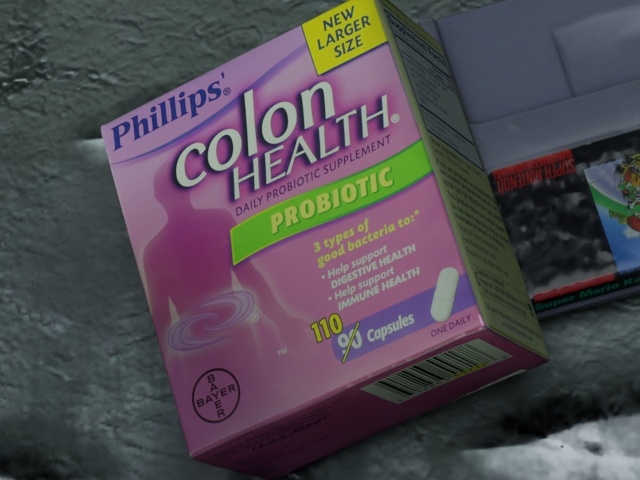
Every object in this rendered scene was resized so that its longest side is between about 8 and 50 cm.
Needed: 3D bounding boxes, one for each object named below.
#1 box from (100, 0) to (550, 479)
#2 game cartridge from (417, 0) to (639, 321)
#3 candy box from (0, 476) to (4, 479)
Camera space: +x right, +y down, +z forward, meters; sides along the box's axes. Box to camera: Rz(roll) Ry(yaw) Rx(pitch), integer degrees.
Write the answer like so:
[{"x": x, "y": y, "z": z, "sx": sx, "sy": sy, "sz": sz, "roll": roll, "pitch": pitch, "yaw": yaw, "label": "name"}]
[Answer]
[{"x": 0.000, "y": 0.000, "z": 1.264, "sx": 0.213, "sy": 0.117, "sz": 0.243, "roll": -25, "pitch": 67, "yaw": 19, "label": "box"}, {"x": 0.213, "y": -0.078, "z": 1.336, "sx": 0.355, "sy": 0.068, "sz": 0.230, "roll": -16, "pitch": 64, "yaw": 0, "label": "game cartridge"}, {"x": -0.193, "y": 0.273, "z": 1.196, "sx": 0.165, "sy": 0.070, "sz": 0.196, "roll": 33, "pitch": 61, "yaw": 9, "label": "candy box"}]
